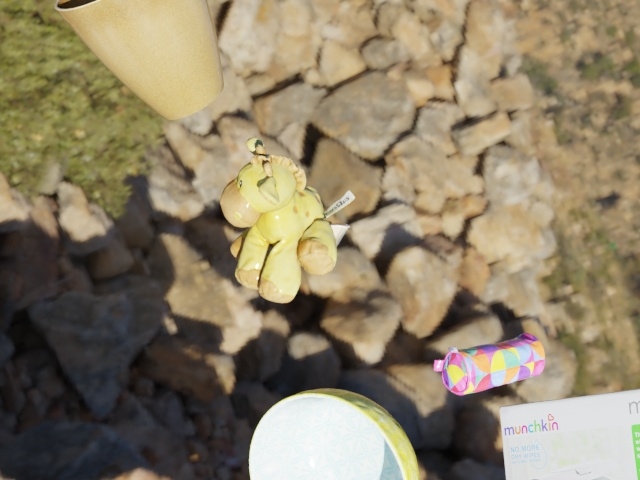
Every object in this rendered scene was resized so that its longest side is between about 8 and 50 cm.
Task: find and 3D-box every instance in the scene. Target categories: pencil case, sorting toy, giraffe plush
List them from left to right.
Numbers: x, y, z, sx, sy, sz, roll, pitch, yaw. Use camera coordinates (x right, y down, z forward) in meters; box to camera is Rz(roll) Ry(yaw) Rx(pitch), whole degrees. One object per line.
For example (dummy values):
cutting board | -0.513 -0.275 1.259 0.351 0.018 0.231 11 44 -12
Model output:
giraffe plush | -0.066 -0.044 1.620 0.210 0.181 0.170 -50 134 -11
sorting toy | 0.000 0.000 1.895 0.045 0.083 0.075 36 15 18
pencil case | 0.360 0.257 2.398 0.236 0.104 0.104 -6 75 -32

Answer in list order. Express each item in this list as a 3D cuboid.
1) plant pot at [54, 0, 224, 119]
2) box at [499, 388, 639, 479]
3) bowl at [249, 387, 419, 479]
plant pot | -0.270 -0.333 1.880 0.254 0.237 0.237 62 28 -28
box | 0.372 0.307 1.428 0.126 0.262 0.231 8 74 -42
bowl | 0.046 0.357 1.813 0.156 0.289 0.289 -22 91 -57
